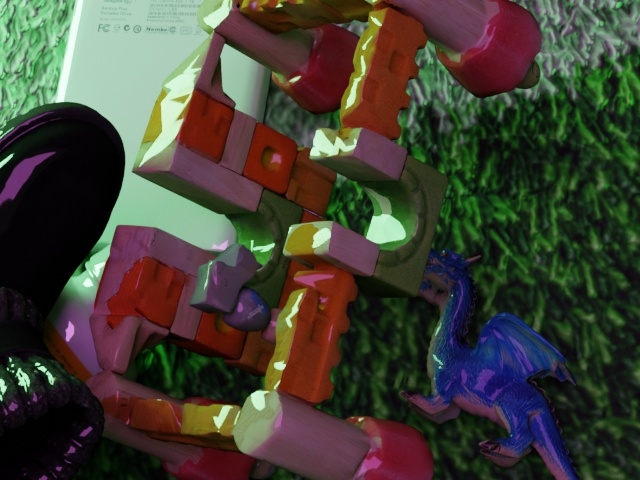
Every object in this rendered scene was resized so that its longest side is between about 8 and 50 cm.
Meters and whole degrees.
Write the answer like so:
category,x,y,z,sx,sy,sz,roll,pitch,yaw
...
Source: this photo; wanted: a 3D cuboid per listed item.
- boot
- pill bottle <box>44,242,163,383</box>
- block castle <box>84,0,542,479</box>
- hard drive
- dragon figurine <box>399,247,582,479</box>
category,x,y,z,sx,sy,sz,roll,pitch,yaw
boot,-0.242,0.062,1.427,0.348,0.131,0.260,-54,34,-3
pill bottle,-0.255,0.113,1.603,0.245,0.136,0.136,-37,67,-1
block castle,0.000,0.000,1.489,0.303,0.213,0.453,-1,69,48
hard drive,-0.155,-0.141,1.719,0.210,0.040,0.319,4,72,15
dragon figurine,0.168,0.117,1.529,0.289,0.085,0.144,32,81,22
